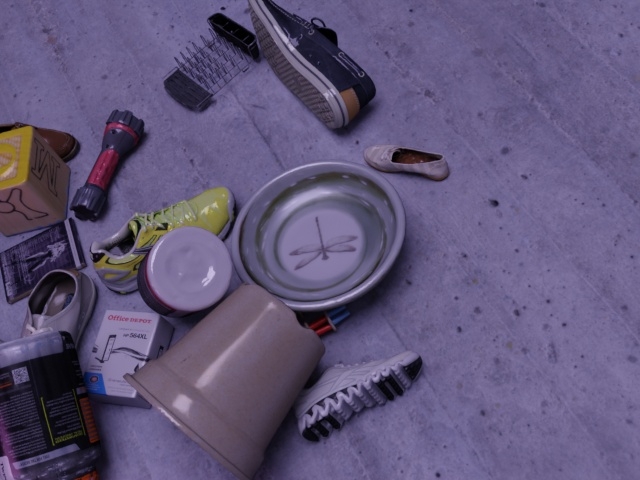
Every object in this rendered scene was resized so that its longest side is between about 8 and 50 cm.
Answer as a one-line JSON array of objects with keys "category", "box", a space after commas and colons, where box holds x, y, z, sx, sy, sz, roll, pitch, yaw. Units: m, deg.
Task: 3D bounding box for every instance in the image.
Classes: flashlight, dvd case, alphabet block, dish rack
[{"category": "flashlight", "box": [-0.565, -0.202, 2.149, 0.103, 0.103, 0.304, 8, 62, 17]}, {"category": "dvd case", "box": [-0.723, 0.050, 2.096, 0.221, 0.018, 0.165, -27, 55, 1]}, {"category": "alphabet block", "box": [-0.796, -0.154, 2.131, 0.192, 0.197, 0.193, -14, 57, 8]}, {"category": "dish rack", "box": [-0.316, -0.496, 2.259, 0.271, 0.074, 0.208, -44, 53, -10]}]

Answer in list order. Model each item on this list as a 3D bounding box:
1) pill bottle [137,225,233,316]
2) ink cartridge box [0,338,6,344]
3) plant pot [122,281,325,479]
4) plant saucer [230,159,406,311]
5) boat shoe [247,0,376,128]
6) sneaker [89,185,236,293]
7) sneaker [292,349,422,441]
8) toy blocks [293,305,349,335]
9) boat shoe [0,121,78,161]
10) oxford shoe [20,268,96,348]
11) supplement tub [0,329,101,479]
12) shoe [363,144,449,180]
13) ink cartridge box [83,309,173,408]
[{"category": "pill bottle", "box": [-0.307, 0.078, 1.773, 0.176, 0.318, 0.176, 3, 80, -18]}, {"category": "ink cartridge box", "box": [-0.944, 0.375, 1.883, 0.279, 0.160, 0.385, 5, 62, 19]}, {"category": "plant pot", "box": [-0.164, 0.264, 1.615, 0.333, 0.334, 0.305, 33, 74, 30]}, {"category": "plant saucer", "box": [0.000, 0.000, 1.829, 0.400, 0.100, 0.401, -7, 56, 10]}, {"category": "boat shoe", "box": [-0.033, -0.489, 2.121, 0.156, 0.187, 0.500, -31, 59, -13]}, {"category": "sneaker", "box": [-0.375, -0.015, 1.955, 0.384, 0.147, 0.145, -35, 55, -7]}, {"category": "sneaker", "box": [0.070, 0.294, 1.672, 0.292, 0.110, 0.118, -28, 48, -1]}, {"category": "toy blocks", "box": [-0.019, 0.165, 1.798, 0.148, 0.054, 0.123, -30, 57, -2]}, {"category": "boat shoe", "box": [-0.834, -0.271, 2.266, 0.307, 0.104, 0.111, -2, 60, 15]}, {"category": "oxford shoe", "box": [-0.646, 0.260, 1.885, 0.169, 0.130, 0.449, 3, 63, 14]}, {"category": "supplement tub", "box": [-0.587, 0.374, 1.700, 0.207, 0.207, 0.338, -17, 83, 6]}, {"category": "shoe", "box": [0.204, -0.200, 1.945, 0.219, 0.058, 0.077, 14, 65, 23]}, {"category": "ink cartridge box", "box": [-0.440, 0.267, 1.843, 0.148, 0.086, 0.203, 2, 62, 18]}]
